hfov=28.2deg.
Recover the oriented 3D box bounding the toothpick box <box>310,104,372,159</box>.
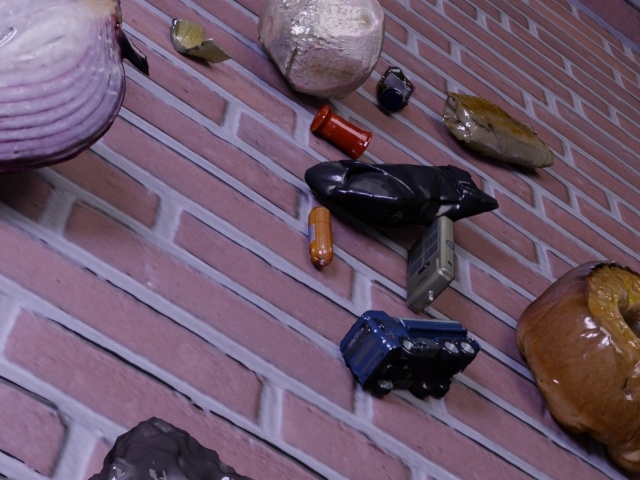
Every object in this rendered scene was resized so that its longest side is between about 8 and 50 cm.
[{"bbox_3d":[0.028,-0.157,1.825,0.083,0.047,0.047,32,28,-15],"label":"toothpick box"}]

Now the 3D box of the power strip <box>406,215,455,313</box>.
[{"bbox_3d":[0.143,0.032,1.657,0.028,0.076,0.169,36,26,-14],"label":"power strip"}]

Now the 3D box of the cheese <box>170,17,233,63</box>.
[{"bbox_3d":[-0.165,-0.268,1.751,0.084,0.041,0.060,38,15,31],"label":"cheese"}]

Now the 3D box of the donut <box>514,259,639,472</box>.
[{"bbox_3d":[0.403,0.160,1.723,0.299,0.150,0.317,25,30,-22],"label":"donut"}]

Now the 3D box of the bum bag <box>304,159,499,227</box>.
[{"bbox_3d":[0.123,-0.063,1.746,0.144,0.095,0.340,21,12,34],"label":"bum bag"}]

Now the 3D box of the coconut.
[{"bbox_3d":[0.010,-0.300,1.879,0.194,0.194,0.194,31,28,-19],"label":"coconut"}]

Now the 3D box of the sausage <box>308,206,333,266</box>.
[{"bbox_3d":[0.000,0.000,1.570,0.031,0.031,0.107,29,30,-21],"label":"sausage"}]

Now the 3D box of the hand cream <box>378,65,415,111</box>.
[{"bbox_3d":[0.125,-0.249,2.110,0.062,0.039,0.163,36,21,-5],"label":"hand cream"}]

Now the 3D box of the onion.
[{"bbox_3d":[-0.368,-0.171,1.226,0.349,0.159,0.267,-26,98,-25],"label":"onion"}]

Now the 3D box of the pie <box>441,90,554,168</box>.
[{"bbox_3d":[0.310,-0.188,2.215,0.282,0.068,0.128,10,41,-47],"label":"pie"}]

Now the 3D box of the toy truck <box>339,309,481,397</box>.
[{"bbox_3d":[0.112,0.126,1.478,0.202,0.074,0.088,8,37,-48],"label":"toy truck"}]

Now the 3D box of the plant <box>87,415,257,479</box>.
[{"bbox_3d":[-0.065,0.285,0.858,0.312,0.213,0.215,41,22,-6],"label":"plant"}]
